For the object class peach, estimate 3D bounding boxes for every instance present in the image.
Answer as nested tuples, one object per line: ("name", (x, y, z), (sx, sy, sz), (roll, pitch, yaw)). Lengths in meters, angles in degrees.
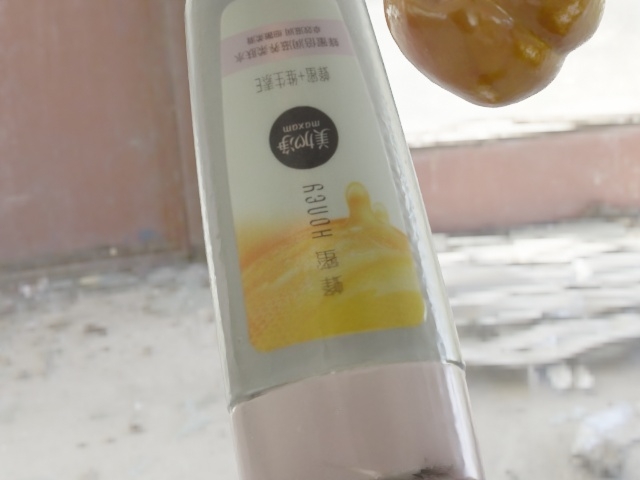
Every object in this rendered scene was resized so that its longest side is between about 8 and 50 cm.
("peach", (0.111, -0.152, 1.006), (0.138, 0.138, 0.138), (-4, 20, 2))

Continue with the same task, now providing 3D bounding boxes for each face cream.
("face cream", (0.000, 0.000, 0.749), (0.107, 0.269, 0.073), (-11, -23, 3))
